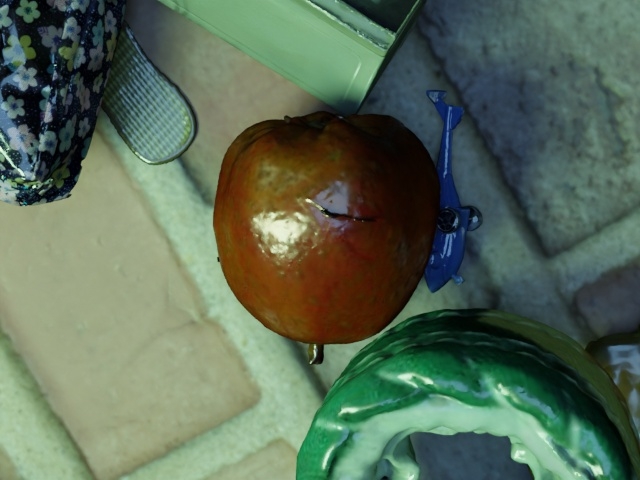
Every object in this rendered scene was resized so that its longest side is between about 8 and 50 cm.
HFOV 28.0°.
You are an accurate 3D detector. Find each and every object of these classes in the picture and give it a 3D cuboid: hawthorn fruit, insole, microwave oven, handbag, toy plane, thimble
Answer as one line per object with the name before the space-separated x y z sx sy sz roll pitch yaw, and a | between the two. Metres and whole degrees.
hawthorn fruit | 0.000 0.000 1.001 0.185 0.185 0.202 6 106 4
insole | -0.197 -0.171 1.083 0.086 0.005 0.253 -41 92 8
microwave oven | -0.018 -0.216 0.985 0.205 0.163 0.129 33 74 -1
handbag | -0.274 -0.151 1.026 0.207 0.127 0.229 12 87 12
toy plane | 0.097 -0.039 1.056 0.062 0.054 0.167 9 98 29
thimble | 0.116 0.200 0.959 0.254 0.167 0.288 -7 99 14

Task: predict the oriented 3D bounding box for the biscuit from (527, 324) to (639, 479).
biscuit | 0.347 0.201 1.048 0.335 0.078 0.329 -30 90 7
